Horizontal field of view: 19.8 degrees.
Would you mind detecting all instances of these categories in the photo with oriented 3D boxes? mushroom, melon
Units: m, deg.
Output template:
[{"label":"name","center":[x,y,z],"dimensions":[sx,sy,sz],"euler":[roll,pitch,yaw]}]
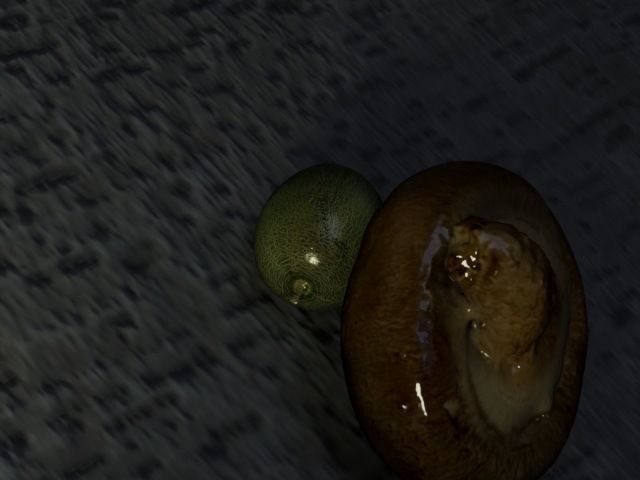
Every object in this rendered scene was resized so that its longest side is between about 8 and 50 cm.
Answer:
[{"label":"mushroom","center":[0.150,0.089,1.842],"dimensions":[0.345,0.345,0.239],"euler":[-13,28,-44]},{"label":"melon","center":[0.000,0.000,1.912],"dimensions":[0.139,0.139,0.192],"euler":[30,42,-8]}]
